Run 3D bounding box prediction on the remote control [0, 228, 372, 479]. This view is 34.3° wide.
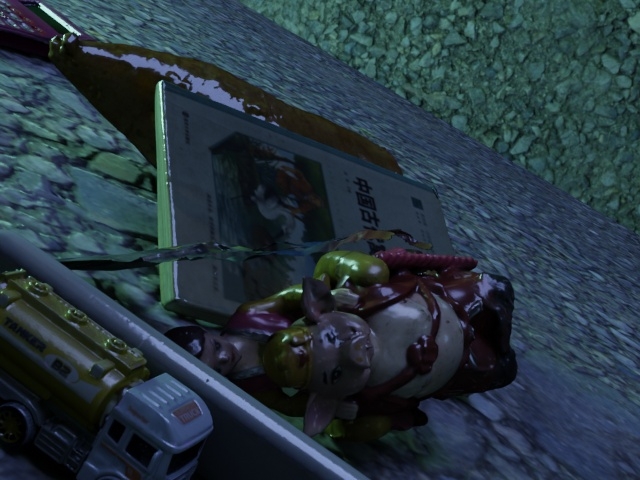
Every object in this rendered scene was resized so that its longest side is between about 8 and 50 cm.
[{"bbox_3d":[-0.062,0.081,0.506,0.261,0.067,0.029,33,47,13],"label":"remote control"}]

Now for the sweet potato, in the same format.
[{"bbox_3d":[-0.084,-0.083,0.906,0.337,0.131,0.131,21,17,-29],"label":"sweet potato"}]

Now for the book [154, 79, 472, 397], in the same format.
[{"bbox_3d":[0.000,0.000,0.803,0.283,0.025,0.214,17,47,-33],"label":"book"}]

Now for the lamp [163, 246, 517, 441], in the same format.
[{"bbox_3d":[0.016,0.060,0.610,0.253,0.118,0.118,4,29,-49],"label":"lamp"}]

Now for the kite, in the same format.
[{"bbox_3d":[-0.064,0.007,0.573,0.245,0.015,0.141,-4,0,23],"label":"kite"}]

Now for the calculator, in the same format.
[{"bbox_3d":[-0.335,-0.236,1.110,0.127,0.034,0.190,40,24,33],"label":"calculator"}]

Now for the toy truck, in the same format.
[{"bbox_3d":[-0.107,0.068,0.468,0.123,0.062,0.052,33,14,13],"label":"toy truck"}]
